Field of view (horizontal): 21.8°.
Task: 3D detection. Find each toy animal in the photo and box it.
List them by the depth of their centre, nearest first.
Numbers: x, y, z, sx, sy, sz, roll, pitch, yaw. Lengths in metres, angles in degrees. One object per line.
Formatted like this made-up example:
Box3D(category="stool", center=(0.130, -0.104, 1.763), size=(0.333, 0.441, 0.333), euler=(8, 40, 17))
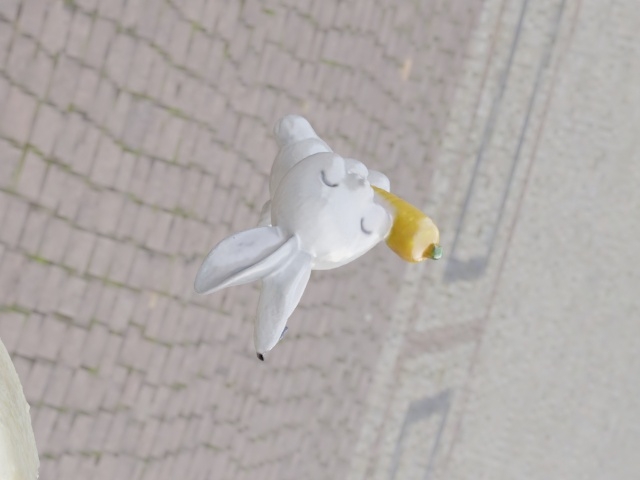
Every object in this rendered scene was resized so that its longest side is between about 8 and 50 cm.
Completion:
Box3D(category="toy animal", center=(0.000, 0.000, 1.153), size=(0.127, 0.131, 0.181), euler=(-46, -166, 19))

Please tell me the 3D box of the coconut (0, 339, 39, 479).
Box3D(category="coconut", center=(-0.326, 0.139, 1.038), size=(0.297, 0.297, 0.254), euler=(-58, 134, -40))
